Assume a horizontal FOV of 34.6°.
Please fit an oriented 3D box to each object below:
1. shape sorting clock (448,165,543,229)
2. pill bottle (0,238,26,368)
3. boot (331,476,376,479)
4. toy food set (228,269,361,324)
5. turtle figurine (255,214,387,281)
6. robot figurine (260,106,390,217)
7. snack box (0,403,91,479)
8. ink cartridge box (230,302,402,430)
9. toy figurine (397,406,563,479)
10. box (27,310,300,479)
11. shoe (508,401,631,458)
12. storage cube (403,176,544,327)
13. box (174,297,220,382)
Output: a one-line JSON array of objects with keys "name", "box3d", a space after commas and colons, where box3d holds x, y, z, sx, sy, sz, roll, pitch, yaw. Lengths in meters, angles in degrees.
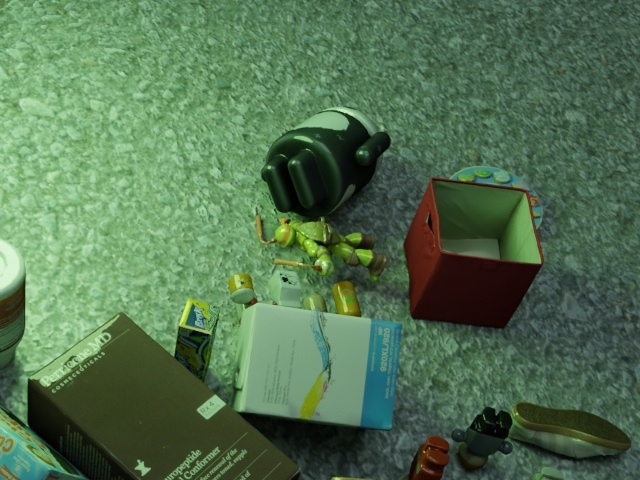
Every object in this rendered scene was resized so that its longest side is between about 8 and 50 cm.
[{"name": "shape sorting clock", "box3d": [0.349, -0.076, 2.075, 0.206, 0.040, 0.206, 8, 48, -9]}, {"name": "pill bottle", "box3d": [-0.508, 0.104, 1.554, 0.121, 0.216, 0.121, 8, 48, -10]}, {"name": "boot", "box3d": [0.014, 0.442, 1.446, 0.295, 0.104, 0.211, 6, 70, -26]}, {"name": "toy food set", "box3d": [-0.048, 0.128, 1.729, 0.232, 0.111, 0.105, 8, 49, -30]}, {"name": "turtle figurine", "box3d": [0.000, 0.000, 1.848, 0.217, 0.087, 0.269, 13, 11, -26]}, {"name": "robot figurine", "box3d": [0.005, -0.151, 1.935, 0.209, 0.174, 0.278, 30, 37, 17]}, {"name": "snack box", "box3d": [-0.480, 0.255, 1.448, 0.322, 0.187, 0.060, 35, 79, 15]}, {"name": "ink cartridge box", "box3d": [-0.012, 0.200, 1.604, 0.232, 0.171, 0.168, 9, 80, -10]}, {"name": "toy figurine", "box3d": [0.245, 0.386, 1.580, 0.209, 0.148, 0.213, -22, 56, -38]}, {"name": "box", "box3d": [-0.234, 0.301, 1.515, 0.381, 0.143, 0.191, 36, 50, 18]}, {"name": "shoe", "box3d": [0.417, 0.326, 1.739, 0.219, 0.058, 0.076, 15, 27, -8]}, {"name": "storage cube", "box3d": [0.271, 0.025, 1.862, 0.214, 0.193, 0.184, 7, 48, -11]}, {"name": "box", "box3d": [-0.199, 0.167, 1.618, 0.054, 0.169, 0.059, 16, 48, -2]}]
